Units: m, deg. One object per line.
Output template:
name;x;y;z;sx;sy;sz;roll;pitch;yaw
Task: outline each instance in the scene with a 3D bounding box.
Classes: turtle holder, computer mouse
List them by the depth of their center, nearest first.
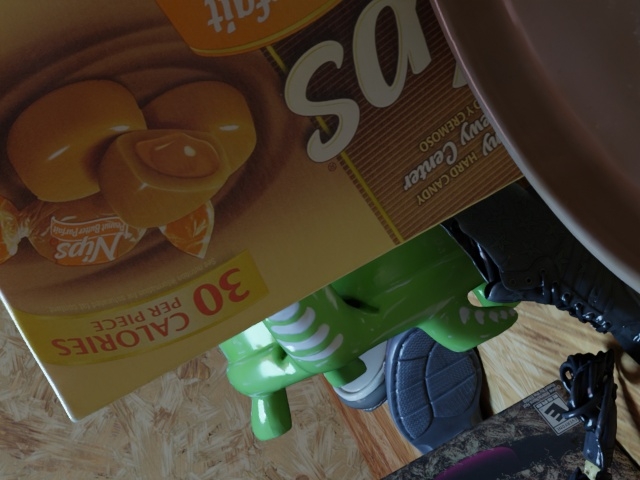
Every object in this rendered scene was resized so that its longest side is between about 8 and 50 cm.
computer mouse;0.160;0.195;0.655;0.184;0.060;0.262;-14;-75;-73
turtle holder;-0.008;0.005;0.746;0.243;0.320;0.227;-29;86;44

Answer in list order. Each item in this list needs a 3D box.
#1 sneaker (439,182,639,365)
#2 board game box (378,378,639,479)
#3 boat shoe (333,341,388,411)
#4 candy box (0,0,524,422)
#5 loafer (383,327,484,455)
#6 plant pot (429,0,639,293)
sneaker;0.139;0.022;0.620;0.170;0.089;0.051;60;170;14
board game box;0.175;0.295;0.766;0.291;0.232;0.141;53;167;43
boat shoe;0.076;0.145;1.266;0.095;0.112;0.335;47;-173;-11
candy box;-0.016;-0.080;0.459;0.183;0.316;0.087;64;169;-16
loafer;0.127;0.176;1.118;0.303;0.109;0.095;65;175;-37
plant pot;0.120;-0.098;0.304;0.237;0.109;0.237;59;170;18
